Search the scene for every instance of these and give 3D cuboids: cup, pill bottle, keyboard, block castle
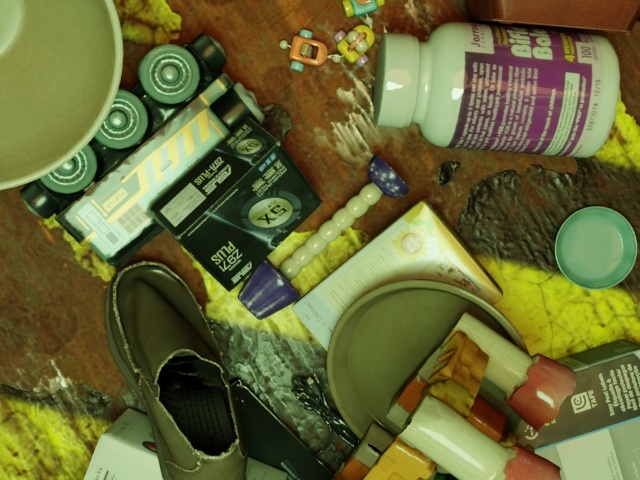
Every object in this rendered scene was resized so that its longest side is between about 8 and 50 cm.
[{"bbox_3d":[-0.427,-0.254,1.159,0.331,0.237,0.331,-12,121,-20],"label":"cup"},{"bbox_3d":[0.227,-0.204,1.297,0.302,0.169,0.169,4,91,-4],"label":"pill bottle"},{"bbox_3d":[-0.021,0.315,1.363,0.201,0.033,0.317,-43,94,5],"label":"keyboard"},{"bbox_3d":[0.121,0.336,1.150,0.213,0.303,0.453,35,117,4],"label":"block castle"}]

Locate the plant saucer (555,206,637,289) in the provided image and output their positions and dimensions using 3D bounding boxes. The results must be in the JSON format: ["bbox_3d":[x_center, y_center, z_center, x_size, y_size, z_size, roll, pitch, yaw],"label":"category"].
[{"bbox_3d":[0.391,0.011,1.385,0.119,0.021,0.119,0,92,-4],"label":"plant saucer"}]

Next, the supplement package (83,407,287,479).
[{"bbox_3d":[-0.185,0.342,1.286,0.244,0.139,0.133,22,96,0],"label":"supplement package"}]

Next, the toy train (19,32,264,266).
[{"bbox_3d":[-0.233,-0.121,1.295,0.334,0.142,0.190,-42,105,-4],"label":"toy train"}]

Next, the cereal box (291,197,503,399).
[{"bbox_3d":[0.104,0.081,1.330,0.240,0.047,0.173,-39,93,14],"label":"cereal box"}]

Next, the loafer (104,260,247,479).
[{"bbox_3d":[-0.171,0.159,1.233,0.134,0.130,0.366,-12,56,-28],"label":"loafer"}]

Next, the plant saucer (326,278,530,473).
[{"bbox_3d":[0.144,0.176,1.275,0.278,0.041,0.277,7,110,18],"label":"plant saucer"}]

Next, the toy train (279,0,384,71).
[{"bbox_3d":[0.021,-0.306,1.343,0.125,0.046,0.166,19,90,-4],"label":"toy train"}]

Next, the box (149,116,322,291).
[{"bbox_3d":[-0.108,-0.045,1.278,0.180,0.147,0.077,-44,52,-6],"label":"box"}]

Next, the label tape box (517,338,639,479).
[{"bbox_3d":[0.314,0.308,1.343,0.348,0.115,0.249,-17,92,-4],"label":"label tape box"}]

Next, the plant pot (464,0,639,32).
[{"bbox_3d":[0.309,-0.397,1.264,0.267,0.267,0.235,4,102,-4],"label":"plant pot"}]

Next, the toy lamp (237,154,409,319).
[{"bbox_3d":[0.000,0.000,1.333,0.275,0.080,0.080,-44,93,-1],"label":"toy lamp"}]
